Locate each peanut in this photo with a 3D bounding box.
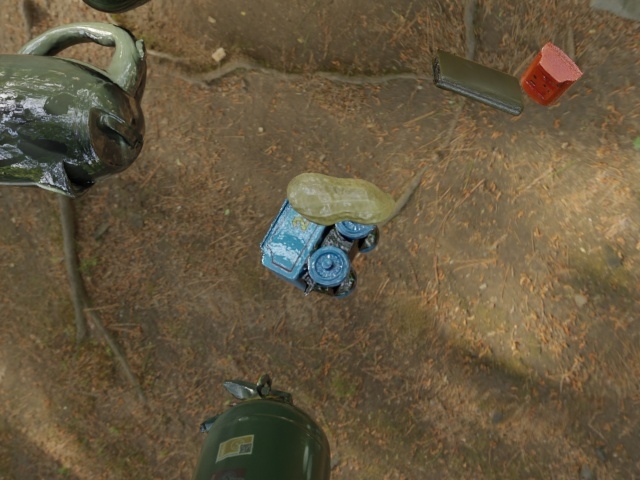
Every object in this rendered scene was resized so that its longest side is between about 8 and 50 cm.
[{"bbox_3d":[0.040,-0.074,1.019,0.215,0.090,0.098,4,94,-12],"label":"peanut"}]

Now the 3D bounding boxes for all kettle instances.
[{"bbox_3d":[-0.423,-0.225,0.878,0.325,0.228,0.320,8,70,21],"label":"kettle"}]

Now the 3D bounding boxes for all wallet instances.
[{"bbox_3d":[0.321,-0.324,1.096,0.198,0.110,0.031,14,144,-15],"label":"wallet"}]

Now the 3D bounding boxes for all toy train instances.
[{"bbox_3d":[0.000,0.000,1.425,0.265,0.188,0.300,26,80,18],"label":"toy train"}]

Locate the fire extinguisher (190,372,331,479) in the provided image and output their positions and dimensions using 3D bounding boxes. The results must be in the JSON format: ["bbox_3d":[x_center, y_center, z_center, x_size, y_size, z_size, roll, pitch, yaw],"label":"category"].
[{"bbox_3d":[-0.051,0.189,0.327,0.115,0.311,0.095,-9,113,10],"label":"fire extinguisher"}]

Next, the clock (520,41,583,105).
[{"bbox_3d":[0.560,-0.401,1.325,0.061,0.155,0.113,-41,82,-4],"label":"clock"}]

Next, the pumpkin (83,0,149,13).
[{"bbox_3d":[-0.390,-0.567,1.037,0.216,0.249,0.249,30,113,-22],"label":"pumpkin"}]
